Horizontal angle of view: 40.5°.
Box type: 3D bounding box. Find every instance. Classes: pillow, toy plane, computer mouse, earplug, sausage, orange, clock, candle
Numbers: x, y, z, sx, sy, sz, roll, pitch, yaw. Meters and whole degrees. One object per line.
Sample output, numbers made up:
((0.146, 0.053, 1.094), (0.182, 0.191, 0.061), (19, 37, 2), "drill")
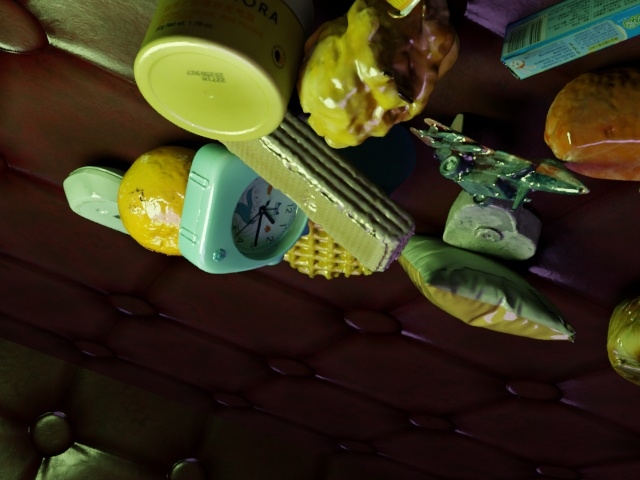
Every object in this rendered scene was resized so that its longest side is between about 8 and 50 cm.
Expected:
((0.292, 0.085, 1.639), (0.312, 0.119, 0.310), (21, -167, -13), "pillow")
((0.266, -0.099, 1.278), (0.223, 0.104, 0.326), (35, -178, -34), "toy plane")
((-0.385, -0.080, 1.783), (0.288, 0.097, 0.159), (21, 152, -36), "computer mouse")
((0.060, -0.098, 1.514), (0.132, 0.132, 0.273), (19, 155, -7), "earplug")
((0.445, -0.162, 1.189), (0.268, 0.141, 0.153), (3, 150, 23), "sausage")
((-0.271, -0.075, 1.632), (0.219, 0.193, 0.219), (-7, 158, -3), "orange")
((-0.118, -0.059, 1.568), (0.274, 0.223, 0.094), (-3, -156, -45), "clock")
((0.300, -0.034, 1.569), (0.168, 0.068, 0.192), (-8, 142, 39), "candle")

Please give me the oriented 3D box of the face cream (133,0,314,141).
((-0.132, -0.273, 1.221), (0.218, 0.179, 0.218), (11, 152, 6), "face cream")

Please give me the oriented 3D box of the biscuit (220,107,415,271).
((-0.034, -0.117, 1.381), (0.426, 0.078, 0.144), (41, 159, 10), "biscuit")

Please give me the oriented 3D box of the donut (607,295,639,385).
((0.744, 0.198, 1.680), (0.360, 0.170, 0.360), (12, 157, 5), "donut")

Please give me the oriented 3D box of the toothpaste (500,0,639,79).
((0.354, -0.282, 1.097), (0.267, 0.065, 0.050), (-16, 139, 43), "toothpaste")

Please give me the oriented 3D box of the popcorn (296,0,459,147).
((0.084, -0.240, 1.178), (0.190, 0.191, 0.253), (17, 146, -34), "popcorn")

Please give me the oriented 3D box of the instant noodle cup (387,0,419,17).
((0.060, -0.374, 0.990), (0.185, 0.168, 0.168), (31, 149, -11), "instant noodle cup")

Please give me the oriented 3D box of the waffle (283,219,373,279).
((0.000, 0.002, 1.794), (0.291, 0.051, 0.291), (10, 150, 6), "waffle")
